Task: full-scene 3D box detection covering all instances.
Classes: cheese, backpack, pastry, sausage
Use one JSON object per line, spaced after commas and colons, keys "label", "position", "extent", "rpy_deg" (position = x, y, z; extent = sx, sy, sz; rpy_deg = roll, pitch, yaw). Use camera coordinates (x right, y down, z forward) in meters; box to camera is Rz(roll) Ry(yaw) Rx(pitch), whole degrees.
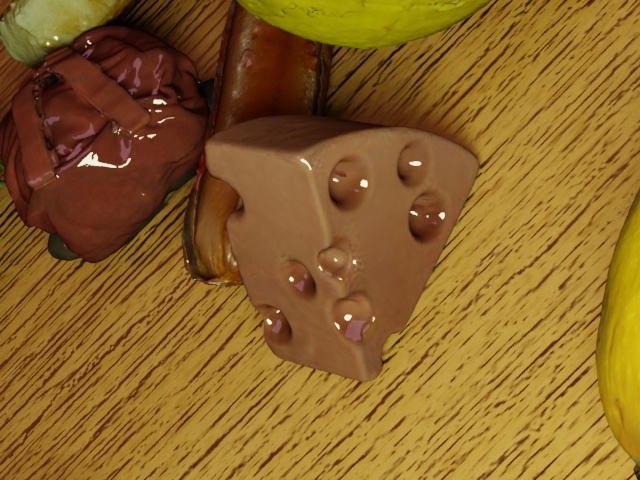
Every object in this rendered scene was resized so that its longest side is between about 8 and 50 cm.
{"label": "cheese", "position": [-0.005, -0.025, 1.383], "extent": [0.128, 0.177, 0.203], "rpy_deg": [14, 71, 45]}
{"label": "backpack", "position": [-0.203, -0.101, 1.638], "extent": [0.229, 0.139, 0.229], "rpy_deg": [-23, 48, 28]}
{"label": "pastry", "position": [-0.227, -0.247, 1.759], "extent": [0.182, 0.093, 0.192], "rpy_deg": [-41, 11, 27]}
{"label": "sausage", "position": [-0.045, -0.101, 1.535], "extent": [0.102, 0.102, 0.330], "rpy_deg": [-14, 52, 34]}

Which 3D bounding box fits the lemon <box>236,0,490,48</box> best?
{"label": "lemon", "position": [0.044, -0.294, 1.450], "extent": [0.297, 0.297, 0.297], "rpy_deg": [-22, 49, 28]}

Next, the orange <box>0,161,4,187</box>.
{"label": "orange", "position": [-0.449, -0.059, 1.748], "extent": [0.301, 0.223, 0.300], "rpy_deg": [28, 95, 35]}

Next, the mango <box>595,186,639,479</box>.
{"label": "mango", "position": [0.288, -0.002, 1.144], "extent": [0.187, 0.144, 0.359], "rpy_deg": [11, 63, 32]}
